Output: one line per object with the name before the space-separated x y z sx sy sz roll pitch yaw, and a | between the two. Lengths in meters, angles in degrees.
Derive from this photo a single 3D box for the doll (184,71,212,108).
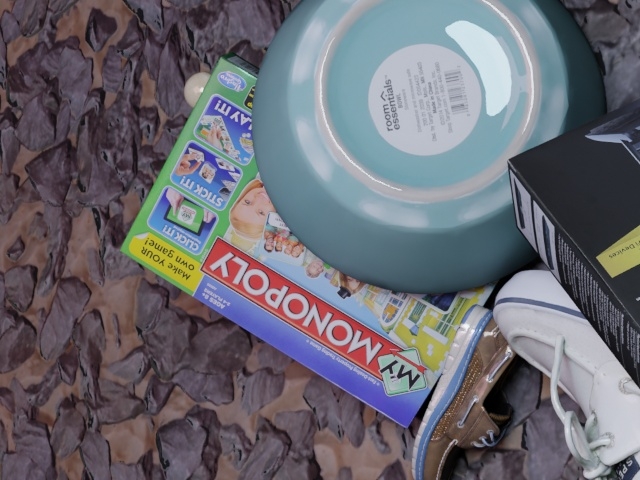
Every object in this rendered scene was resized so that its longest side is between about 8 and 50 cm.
doll | -0.057 -0.130 1.525 0.129 0.189 0.046 -25 63 38

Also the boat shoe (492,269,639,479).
boat shoe | 0.253 0.154 1.207 0.367 0.136 0.156 29 74 36

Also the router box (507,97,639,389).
router box | 0.323 -0.021 1.090 0.309 0.081 0.243 -24 48 -7

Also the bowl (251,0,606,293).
bowl | 0.090 -0.114 1.301 0.312 0.163 0.311 0 85 3

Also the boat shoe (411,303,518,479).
boat shoe | 0.133 0.150 1.382 0.066 0.066 0.183 24 116 19

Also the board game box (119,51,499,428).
board game box | 0.000 0.000 1.435 0.317 0.046 0.213 31 107 6
